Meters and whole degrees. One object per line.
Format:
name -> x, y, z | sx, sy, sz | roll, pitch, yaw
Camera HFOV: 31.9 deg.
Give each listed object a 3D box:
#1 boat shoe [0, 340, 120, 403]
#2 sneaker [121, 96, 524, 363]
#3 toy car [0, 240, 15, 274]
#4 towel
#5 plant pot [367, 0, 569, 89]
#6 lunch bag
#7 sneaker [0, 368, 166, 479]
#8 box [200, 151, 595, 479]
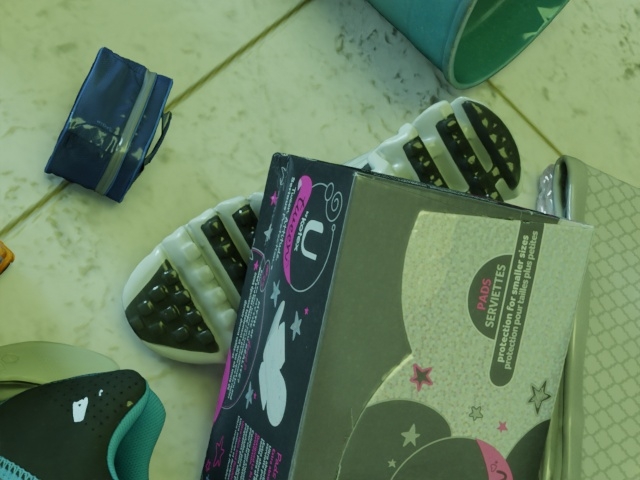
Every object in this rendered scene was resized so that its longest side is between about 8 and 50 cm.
boat shoe -> -0.187, 0.089, 0.677 | 0.133, 0.042, 0.049 | -1, 24, -31
sneaker -> 0.000, 0.000, 0.786 | 0.292, 0.118, 0.110 | -25, 94, -15
toy car -> -0.239, -0.018, 0.703 | 0.060, 0.040, 0.122 | -31, 83, -35
towel -> 0.314, 0.114, 0.920 | 0.317, 0.053, 0.332 | 19, 59, -19
plant pot -> 0.099, -0.307, 0.906 | 0.255, 0.272, 0.271 | 41, 53, 15
lunch bag -> -0.139, -0.079, 0.770 | 0.065, 0.067, 0.098 | 25, 55, -15
sneaker -> -0.099, 0.222, 0.561 | 0.139, 0.125, 0.341 | -23, 69, -6
box -> 0.040, 0.088, 0.667 | 0.163, 0.142, 0.247 | 11, 95, -22
